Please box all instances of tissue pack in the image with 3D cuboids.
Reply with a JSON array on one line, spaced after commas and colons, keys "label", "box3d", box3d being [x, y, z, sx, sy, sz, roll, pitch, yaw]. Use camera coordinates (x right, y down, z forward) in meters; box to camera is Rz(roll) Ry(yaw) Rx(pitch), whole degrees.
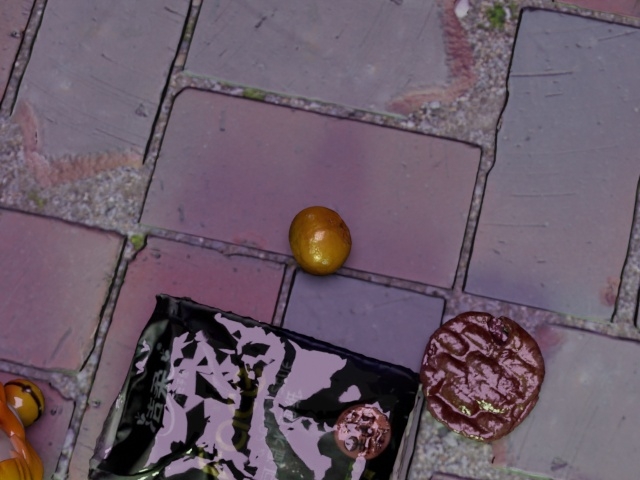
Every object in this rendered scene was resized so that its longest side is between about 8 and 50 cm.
[{"label": "tissue pack", "box3d": [-0.072, 0.217, 1.569, 0.332, 0.123, 0.245, 17, 70, 8]}]

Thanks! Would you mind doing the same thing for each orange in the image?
[{"label": "orange", "box3d": [0.000, 0.000, 1.660, 0.070, 0.083, 0.083, -28, 72, 10]}]

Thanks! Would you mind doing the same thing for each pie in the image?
[{"label": "pie", "box3d": [0.184, 0.155, 1.626, 0.154, 0.038, 0.153, -1, 74, 4]}]

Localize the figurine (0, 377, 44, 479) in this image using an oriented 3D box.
[{"label": "figurine", "box3d": [-0.429, 0.249, 1.533, 0.320, 0.196, 0.323, -16, 53, -45]}]
